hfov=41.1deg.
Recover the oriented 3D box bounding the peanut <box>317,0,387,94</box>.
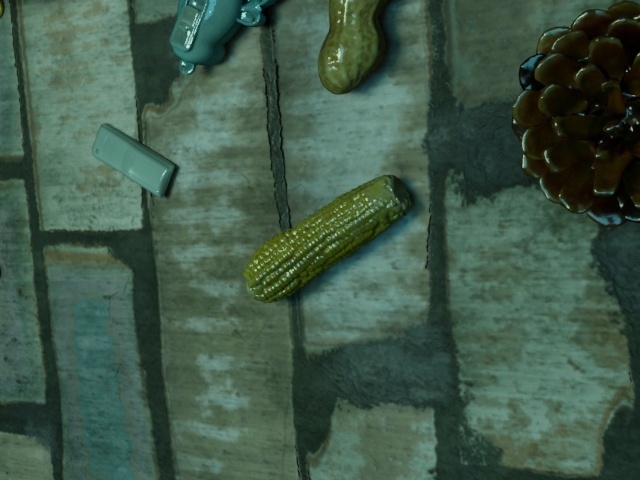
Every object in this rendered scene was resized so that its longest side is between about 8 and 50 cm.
[{"bbox_3d":[0.050,-0.291,1.152,0.089,0.089,0.192,17,105,24],"label":"peanut"}]

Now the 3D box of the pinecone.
[{"bbox_3d":[0.330,-0.131,0.944,0.264,0.264,0.264,4,99,26],"label":"pinecone"}]

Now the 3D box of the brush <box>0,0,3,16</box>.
[{"bbox_3d":[-0.589,-0.517,1.477,0.103,0.013,0.272,-9,93,27],"label":"brush"}]

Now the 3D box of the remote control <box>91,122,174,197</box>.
[{"bbox_3d":[-0.306,-0.130,1.379,0.162,0.029,0.061,30,107,20],"label":"remote control"}]

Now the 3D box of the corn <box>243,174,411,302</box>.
[{"bbox_3d":[0.000,0.000,1.217,0.288,0.086,0.086,-33,82,24],"label":"corn"}]

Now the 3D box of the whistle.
[{"bbox_3d":[-0.148,-0.368,1.238,0.186,0.093,0.274,31,106,20],"label":"whistle"}]
